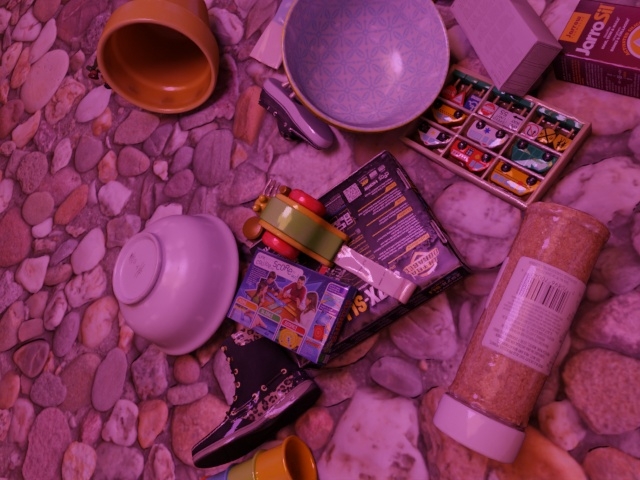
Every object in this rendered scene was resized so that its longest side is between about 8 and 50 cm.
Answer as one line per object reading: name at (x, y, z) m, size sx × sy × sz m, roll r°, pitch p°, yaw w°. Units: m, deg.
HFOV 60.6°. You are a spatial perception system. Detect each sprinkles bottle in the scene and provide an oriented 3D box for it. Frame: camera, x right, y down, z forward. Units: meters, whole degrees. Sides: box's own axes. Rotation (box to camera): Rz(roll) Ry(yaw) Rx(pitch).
sprinkles bottle at (0.285, 0.126, 0.778) m, size 0.121 × 0.121 × 0.355 m, roll 23°, pitch 85°, yaw 32°

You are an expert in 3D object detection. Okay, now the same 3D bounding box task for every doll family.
doll family at (-0.516, -0.437, 1.419) m, size 0.193 × 0.076 × 0.111 m, roll 7°, pitch 72°, yaw 27°

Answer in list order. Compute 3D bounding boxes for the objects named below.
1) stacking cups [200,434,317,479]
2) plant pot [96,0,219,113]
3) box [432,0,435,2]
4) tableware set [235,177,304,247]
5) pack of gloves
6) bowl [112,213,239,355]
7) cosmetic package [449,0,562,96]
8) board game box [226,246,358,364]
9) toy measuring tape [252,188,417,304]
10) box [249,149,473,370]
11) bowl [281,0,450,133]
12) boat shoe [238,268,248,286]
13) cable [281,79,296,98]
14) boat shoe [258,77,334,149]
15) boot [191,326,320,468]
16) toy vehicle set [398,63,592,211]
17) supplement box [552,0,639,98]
stacking cups at (-0.161, 0.435, 0.929) m, size 0.316 × 0.096 × 0.095 m, roll -30°, pitch 62°, yaw 17°
plant pot at (-0.353, -0.464, 1.253) m, size 0.254 × 0.254 × 0.238 m, roll -16°, pitch 52°, yaw 23°
box at (0.212, -0.570, 1.104) m, size 0.164 × 0.021 × 0.201 m, roll 41°, pitch 96°, yaw 32°
tableware set at (-0.096, -0.044, 1.097) m, size 0.104 × 0.024 × 0.154 m, roll 27°, pitch 86°, yaw 29°
pack of gloves at (-0.014, -0.453, 1.185) m, size 0.195 × 0.046 × 0.232 m, roll 32°, pitch 92°, yaw 19°
bowl at (-0.310, 0.068, 1.078) m, size 0.298 × 0.134 × 0.297 m, roll -15°, pitch 65°, yaw 34°
cosmetic package at (0.303, -0.359, 0.919) m, size 0.098 × 0.061 × 0.238 m, roll -55°, pitch 38°, yaw 44°
board game box at (-0.051, 0.106, 0.925) m, size 0.201 × 0.035 × 0.136 m, roll 21°, pitch 85°, yaw 32°
toy measuring tape at (0.000, 0.000, 0.887) m, size 0.330 × 0.121 × 0.121 m, roll 32°, pitch 90°, yaw 32°
box at (0.055, 0.035, 0.957) m, size 0.322 × 0.079 × 0.257 m, roll -36°, pitch 62°, yaw 14°
bowl at (0.069, -0.322, 0.993) m, size 0.290 × 0.156 × 0.289 m, roll 0°, pitch 89°, yaw -8°
boat shoe at (-0.107, 0.107, 1.037) m, size 0.050 × 0.045 × 0.135 m, roll -44°, pitch 56°, yaw 13°
cable at (0.061, -0.366, 1.087) m, size 0.287 × 0.072 × 0.139 m, roll -46°, pitch 69°, yaw 6°
boat shoe at (-0.059, -0.243, 1.114) m, size 0.228 × 0.080 × 0.076 m, roll 49°, pitch 120°, yaw 27°
boot at (-0.141, 0.264, 0.957) m, size 0.237 × 0.085 × 0.178 m, roll -31°, pitch 56°, yaw -12°
toy vehicle set at (0.286, -0.179, 0.927) m, size 0.267 × 0.035 × 0.165 m, roll 37°, pitch 93°, yaw 32°
supplement box at (0.470, -0.290, 0.839) m, size 0.188 × 0.081 × 0.104 m, roll 27°, pitch 88°, yaw 32°
